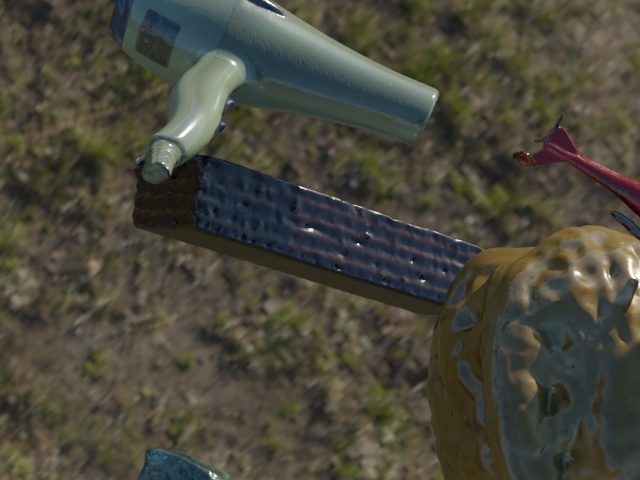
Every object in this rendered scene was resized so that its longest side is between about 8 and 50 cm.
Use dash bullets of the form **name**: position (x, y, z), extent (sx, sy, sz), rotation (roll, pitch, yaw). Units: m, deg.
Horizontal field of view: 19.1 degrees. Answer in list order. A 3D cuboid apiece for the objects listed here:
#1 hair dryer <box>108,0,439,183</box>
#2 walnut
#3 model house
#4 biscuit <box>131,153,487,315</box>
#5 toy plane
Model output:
- **hair dryer**: position (-0.031, -0.119, 1.659), extent (0.296, 0.119, 0.298), rotation (8, 37, -18)
- **walnut**: position (0.193, 0.122, 1.415), extent (0.257, 0.224, 0.257), rotation (23, 60, -47)
- **model house**: position (-0.088, 0.187, 1.301), extent (0.079, 0.066, 0.083), rotation (12, 91, 10)
- **biscuit**: position (0.000, 0.000, 1.809), extent (0.388, 0.107, 0.073), rotation (19, 78, -37)
- **toy plane**: position (0.227, -0.022, 1.293), extent (0.194, 0.126, 0.077), rotation (29, 85, 20)
